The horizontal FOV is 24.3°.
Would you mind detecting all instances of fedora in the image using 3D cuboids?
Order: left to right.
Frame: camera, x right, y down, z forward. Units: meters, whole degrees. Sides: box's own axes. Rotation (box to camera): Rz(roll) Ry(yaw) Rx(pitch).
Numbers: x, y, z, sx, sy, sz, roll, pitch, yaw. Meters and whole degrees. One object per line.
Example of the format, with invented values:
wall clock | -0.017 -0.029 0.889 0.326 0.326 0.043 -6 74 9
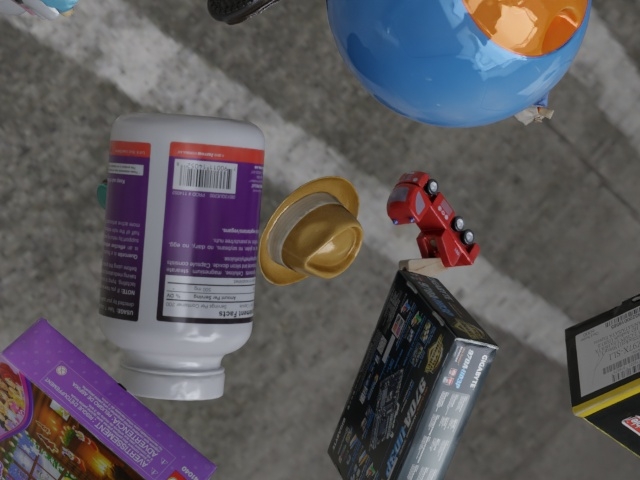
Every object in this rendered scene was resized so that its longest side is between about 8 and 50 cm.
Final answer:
fedora | 0.000 0.000 2.148 0.194 0.079 0.194 -28 137 -30

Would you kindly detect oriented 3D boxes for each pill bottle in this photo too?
pill bottle | -0.164 0.016 1.731 0.181 0.181 0.323 2 94 -46

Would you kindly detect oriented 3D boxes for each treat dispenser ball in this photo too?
treat dispenser ball | 0.149 -0.266 1.612 0.288 0.288 0.288 -26 142 -22

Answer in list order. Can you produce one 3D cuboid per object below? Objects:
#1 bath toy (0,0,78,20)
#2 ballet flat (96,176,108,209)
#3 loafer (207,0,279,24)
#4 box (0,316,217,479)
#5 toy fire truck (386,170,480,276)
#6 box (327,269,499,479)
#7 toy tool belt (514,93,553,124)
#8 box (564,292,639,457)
bath toy | -0.326 -0.339 1.704 0.151 0.348 0.129 -46 111 -12
ballet flat | -0.206 -0.027 1.903 0.074 0.203 0.074 -28 139 -28
loafer | -0.056 -0.365 2.077 0.220 0.080 0.078 -34 148 -3
box | -0.219 0.219 1.348 0.057 0.201 0.293 -44 169 -37
toy fire truck | 0.133 0.025 1.823 0.192 0.047 0.135 52 53 -26
box | 0.085 0.161 1.471 0.051 0.175 0.220 15 105 -21
toy tool belt | 0.268 -0.186 1.840 0.052 0.051 0.083 26 64 -49
box | 0.360 0.104 0.984 0.257 0.079 0.322 -31 132 30
